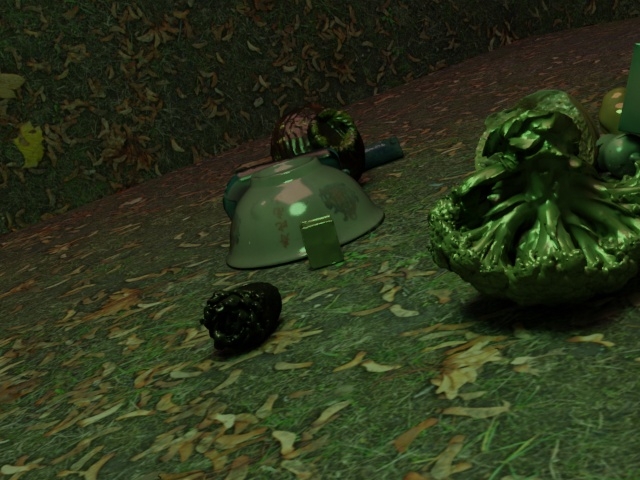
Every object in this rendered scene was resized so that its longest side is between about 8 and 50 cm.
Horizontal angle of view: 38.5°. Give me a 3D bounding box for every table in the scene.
[{"bbox_3d":[0.000,0.000,1.663,0.062,0.079,0.083,-15,12,-1],"label":"table"}]

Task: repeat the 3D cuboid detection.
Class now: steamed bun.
[{"bbox_3d":[0.389,-0.183,1.709,0.225,0.170,0.200,-13,15,43],"label":"steamed bun"}]

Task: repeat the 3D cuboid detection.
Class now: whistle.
[{"bbox_3d":[0.071,-0.198,2.372,0.304,0.062,0.062,-20,14,-13],"label":"whistle"}]

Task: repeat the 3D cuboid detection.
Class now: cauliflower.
[{"bbox_3d":[0.276,-0.045,1.160,0.275,0.250,0.272,-21,16,-35],"label":"cauliflower"}]

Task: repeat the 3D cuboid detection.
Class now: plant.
[{"bbox_3d":[-0.115,0.111,1.368,0.092,0.094,0.143,6,11,24],"label":"plant"}]

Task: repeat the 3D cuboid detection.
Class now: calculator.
[{"bbox_3d":[-0.073,-0.113,2.030,0.293,0.173,0.051,-16,49,-10],"label":"calculator"}]

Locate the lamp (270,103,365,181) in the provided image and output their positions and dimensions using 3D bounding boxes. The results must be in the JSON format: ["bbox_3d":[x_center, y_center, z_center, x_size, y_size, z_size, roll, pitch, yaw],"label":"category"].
[{"bbox_3d":[-0.004,-0.213,2.170,0.247,0.247,0.247,-16,14,4],"label":"lamp"}]

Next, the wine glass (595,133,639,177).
[{"bbox_3d":[0.538,-0.140,1.561,0.079,0.079,0.195,-19,14,-6],"label":"wine glass"}]

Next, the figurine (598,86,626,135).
[{"bbox_3d":[0.654,-0.249,1.821,0.196,0.114,0.108,0,-3,21],"label":"figurine"}]

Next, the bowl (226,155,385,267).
[{"bbox_3d":[-0.053,-0.076,1.863,0.345,0.157,0.345,-17,14,4],"label":"bowl"}]

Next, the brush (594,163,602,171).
[{"bbox_3d":[0.507,-0.145,1.744,0.063,0.016,0.193,-30,19,-37],"label":"brush"}]

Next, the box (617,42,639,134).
[{"bbox_3d":[0.632,-0.235,1.505,0.244,0.153,0.092,14,12,34],"label":"box"}]

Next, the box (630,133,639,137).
[{"bbox_3d":[0.635,-0.200,1.710,0.089,0.062,0.122,-22,16,-20],"label":"box"}]
